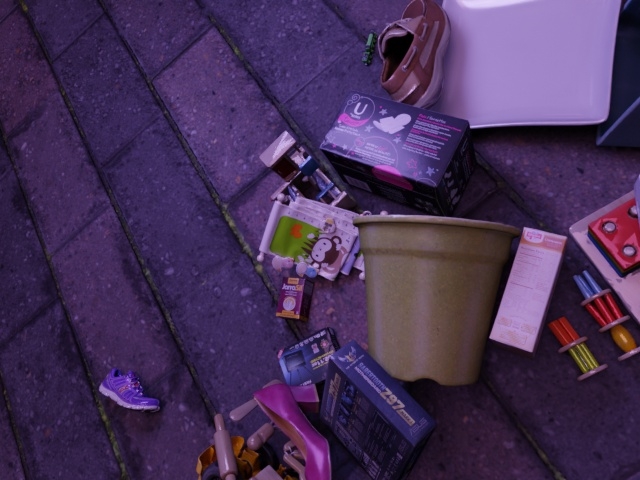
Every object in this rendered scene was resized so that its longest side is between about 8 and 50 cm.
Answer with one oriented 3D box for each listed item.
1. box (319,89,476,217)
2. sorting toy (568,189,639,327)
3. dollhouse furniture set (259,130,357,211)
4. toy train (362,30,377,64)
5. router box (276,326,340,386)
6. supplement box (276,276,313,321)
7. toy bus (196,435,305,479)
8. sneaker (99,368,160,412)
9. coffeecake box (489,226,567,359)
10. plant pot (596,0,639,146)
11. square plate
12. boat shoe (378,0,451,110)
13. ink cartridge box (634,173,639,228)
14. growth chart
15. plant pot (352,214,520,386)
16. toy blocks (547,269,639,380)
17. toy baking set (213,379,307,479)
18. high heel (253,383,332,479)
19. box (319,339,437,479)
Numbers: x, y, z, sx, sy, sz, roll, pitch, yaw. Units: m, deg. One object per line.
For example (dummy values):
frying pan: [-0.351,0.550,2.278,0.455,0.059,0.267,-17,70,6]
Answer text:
box: [0.154,-0.165,1.010,0.247,0.163,0.142,24,81,28]
sorting toy: [0.578,0.009,0.812,0.255,0.089,0.257,-32,64,11]
dollhouse furniture set: [-0.040,-0.100,1.061,0.129,0.183,0.129,-44,62,6]
toy train: [0.111,-0.440,1.194,0.017,0.023,0.083,8,78,26]
router box: [-0.016,0.237,1.026,0.122,0.038,0.092,-29,65,13]
supplement box: [-0.052,0.121,1.076,0.055,0.043,0.083,2,74,25]
toy bus: [-0.127,0.497,0.944,0.220,0.149,0.211,19,95,25]
sneaker: [-0.420,0.330,1.159,0.170,0.068,0.071,16,75,28]
coffeecake box: [0.342,0.091,0.858,0.068,0.142,0.185,17,80,27]
plant pot: [0.616,-0.284,0.811,0.252,0.248,0.247,12,78,9]
square plate: [0.381,-0.364,1.013,0.347,0.049,0.344,5,75,35]
boat shoe: [0.181,-0.395,1.052,0.123,0.116,0.324,-35,37,44]
ink cartridge box: [0.537,-0.056,0.769,0.122,0.052,0.089,-7,71,23]
growth chart: [0.000,0.000,1.035,0.237,0.021,0.172,12,108,1]
plant pot: [0.182,0.099,0.881,0.276,0.276,0.254,3,87,24]
toy blocks: [0.432,0.135,0.855,0.123,0.054,0.148,-31,64,11]
toy baking set: [-0.095,0.358,0.937,0.256,0.196,0.030,55,135,49]
high heel: [-0.049,0.342,0.888,0.117,0.082,0.244,-4,39,-9]
box: [0.083,0.296,0.864,0.059,0.233,0.183,-31,57,-30]
